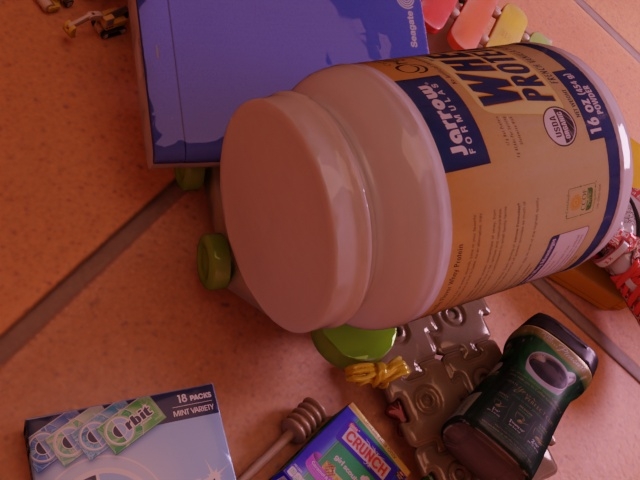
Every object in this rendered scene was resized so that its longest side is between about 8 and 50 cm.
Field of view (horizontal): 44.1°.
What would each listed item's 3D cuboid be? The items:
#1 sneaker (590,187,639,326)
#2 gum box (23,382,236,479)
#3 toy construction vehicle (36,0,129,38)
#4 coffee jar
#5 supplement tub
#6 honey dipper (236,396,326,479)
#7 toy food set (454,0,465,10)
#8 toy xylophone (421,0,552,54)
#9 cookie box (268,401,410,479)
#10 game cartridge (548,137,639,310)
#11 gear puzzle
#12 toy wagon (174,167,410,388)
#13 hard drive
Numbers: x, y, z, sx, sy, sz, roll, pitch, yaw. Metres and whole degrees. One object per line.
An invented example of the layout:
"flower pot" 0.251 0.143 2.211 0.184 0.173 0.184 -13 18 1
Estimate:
"sneaker" 0.394 0.045 1.007 0.145 0.090 0.270 12 56 -25
"gum box" -0.142 0.220 0.632 0.157 0.041 0.184 -7 65 -25
"toy construction vehicle" -0.256 -0.266 0.873 0.098 0.035 0.086 -29 80 -40
"coffee jar" 0.209 0.160 0.813 0.096 0.079 0.184 41 55 10
"supplement tub" 0.092 -0.051 0.709 0.316 0.228 0.228 -14 71 -30
"honey dipper" -0.054 0.204 0.722 0.030 0.030 0.160 49 53 3
"toy food set" 0.191 -0.352 1.183 0.128 0.071 0.218 25 52 -17
"toy xylophone" 0.234 -0.279 1.065 0.322 0.081 0.236 32 50 -14
"cookie box" 0.019 0.223 0.746 0.092 0.040 0.107 49 48 4
"game cartridge" 0.340 -0.085 1.134 0.285 0.052 0.324 30 53 -13
"gear puzzle" 0.158 0.208 0.842 0.175 0.044 0.339 -13 69 -29
"toy wagon" 0.000 0.000 0.825 0.267 0.068 0.344 -4 61 -24
"hard drive" -0.030 -0.186 0.821 0.318 0.040 0.210 -5 84 -25
